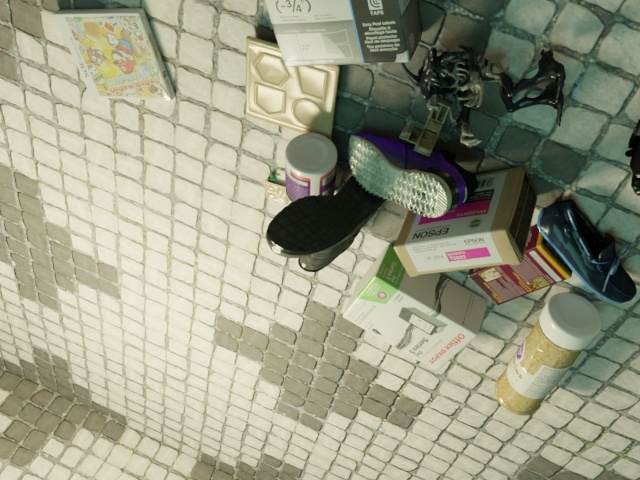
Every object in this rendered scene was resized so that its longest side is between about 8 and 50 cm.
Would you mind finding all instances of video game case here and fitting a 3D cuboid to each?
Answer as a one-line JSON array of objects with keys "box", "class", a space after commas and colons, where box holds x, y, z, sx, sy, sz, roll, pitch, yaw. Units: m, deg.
[{"box": [-0.443, -0.399, 1.513, 0.226, 0.026, 0.206, 7, 135, 23], "class": "video game case"}]

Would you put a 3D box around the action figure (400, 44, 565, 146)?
[{"box": [0.267, -0.250, 1.184, 0.275, 0.141, 0.164, 5, 160, 19], "class": "action figure"}]

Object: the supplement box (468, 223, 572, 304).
[{"box": [0.417, 0.049, 1.457, 0.104, 0.081, 0.188, 43, 137, -17], "class": "supplement box"}]

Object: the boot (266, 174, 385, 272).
[{"box": [0.000, 0.000, 1.451, 0.118, 0.338, 0.223, 49, 138, 17], "class": "boot"}]

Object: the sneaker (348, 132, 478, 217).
[{"box": [0.183, -0.140, 1.370, 0.293, 0.146, 0.102, 36, 138, 40], "class": "sneaker"}]

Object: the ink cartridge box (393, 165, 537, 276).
[{"box": [0.282, -0.037, 1.358, 0.234, 0.193, 0.088, -9, 127, 34], "class": "ink cartridge box"}]

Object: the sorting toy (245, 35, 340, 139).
[{"box": [-0.058, -0.303, 1.397, 0.193, 0.038, 0.208, 19, 143, 11], "class": "sorting toy"}]

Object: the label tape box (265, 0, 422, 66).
[{"box": [0.018, -0.458, 1.140, 0.240, 0.106, 0.334, 4, 134, 25], "class": "label tape box"}]

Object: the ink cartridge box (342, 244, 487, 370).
[{"box": [0.221, 0.162, 1.653, 0.272, 0.115, 0.198, 30, 139, -2], "class": "ink cartridge box"}]

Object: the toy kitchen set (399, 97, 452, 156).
[{"box": [0.193, -0.217, 1.305, 0.068, 0.083, 0.075, 23, 139, 6], "class": "toy kitchen set"}]

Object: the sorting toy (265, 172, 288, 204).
[{"box": [-0.100, -0.121, 1.618, 0.062, 0.012, 0.083, 22, 142, 14], "class": "sorting toy"}]

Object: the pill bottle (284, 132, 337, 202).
[{"box": [-0.021, -0.129, 1.484, 0.108, 0.108, 0.193, 20, 151, 9], "class": "pill bottle"}]

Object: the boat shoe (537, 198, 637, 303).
[{"box": [0.532, 0.026, 1.355, 0.258, 0.109, 0.089, 38, 135, -14], "class": "boat shoe"}]

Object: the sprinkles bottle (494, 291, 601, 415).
[{"box": [0.510, 0.268, 1.599, 0.121, 0.121, 0.355, 21, 139, 8], "class": "sprinkles bottle"}]

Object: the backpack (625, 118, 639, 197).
[{"box": [0.579, -0.162, 1.124, 0.115, 0.152, 0.182, 14, 130, -1], "class": "backpack"}]
